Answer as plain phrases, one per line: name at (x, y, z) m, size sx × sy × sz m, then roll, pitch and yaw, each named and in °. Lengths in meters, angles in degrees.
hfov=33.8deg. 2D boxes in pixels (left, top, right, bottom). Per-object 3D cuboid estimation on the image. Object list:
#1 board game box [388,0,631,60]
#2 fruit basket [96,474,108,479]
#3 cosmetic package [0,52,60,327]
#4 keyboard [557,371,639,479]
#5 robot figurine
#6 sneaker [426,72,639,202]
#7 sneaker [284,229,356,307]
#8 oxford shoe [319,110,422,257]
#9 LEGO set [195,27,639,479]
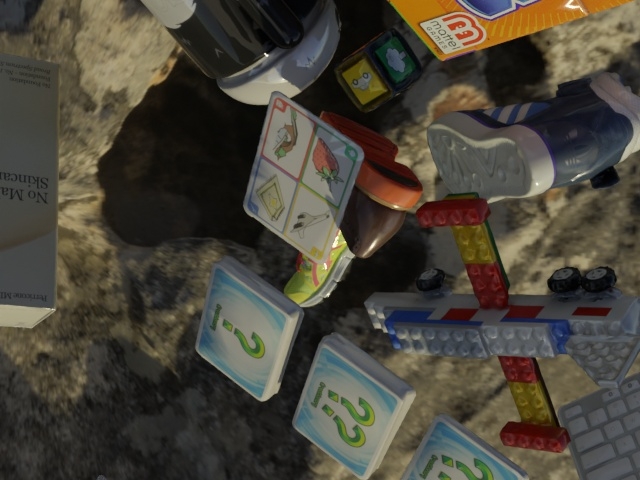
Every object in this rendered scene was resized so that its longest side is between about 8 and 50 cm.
board game box at (0.197, -0.460, 1.018) m, size 0.356 × 0.356 × 0.356 m, roll 39°, pitch 51°, yaw -39°
fruit basket at (-0.169, 0.443, 0.970) m, size 0.165 × 0.353 × 0.327 m, roll -34°, pitch 107°, yaw 19°
cosmetic package at (-0.398, -0.061, 1.236) m, size 0.160 × 0.113 × 0.309 m, roll 5°, pitch 71°, yaw -30°
keyboard at (0.240, 0.058, 0.506) m, size 0.256 × 0.072 × 0.014 m, roll -28°, pitch 123°, yaw 17°
robot figurine at (-0.097, -0.282, 1.169) m, size 0.278 × 0.174 × 0.209 m, roll 48°, pitch 38°, yaw -27°
sneaker at (0.309, -0.145, 1.435) m, size 0.236 × 0.323 × 0.130 m, roll -23°, pitch 103°, yaw -15°
sneaker at (0.000, 0.000, 1.362) m, size 0.094 × 0.081 × 0.208 m, roll 27°, pitch 121°, yaw -16°
oxford shoe at (0.030, -0.069, 1.145) m, size 0.097 × 0.271 × 0.098 m, roll 22°, pitch 108°, yaw -15°
LEGO set at (0.024, 0.036, 0.446) m, size 0.182 × 0.244 × 0.060 m, roll 35°, pitch 48°, yaw 15°
